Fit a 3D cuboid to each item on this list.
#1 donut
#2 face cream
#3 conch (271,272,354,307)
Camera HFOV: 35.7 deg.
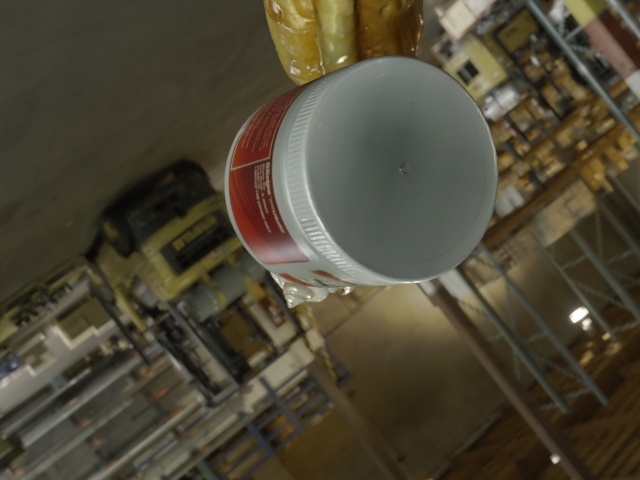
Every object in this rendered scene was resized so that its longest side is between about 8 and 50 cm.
[{"bbox_3d":[0.027,-0.380,1.279,0.198,0.449,0.449,-4,-179,5],"label":"donut"},{"bbox_3d":[0.032,-0.056,0.924,0.201,0.201,0.187,-37,-167,-24],"label":"face cream"},{"bbox_3d":[0.002,0.008,1.218,0.094,0.104,0.176,77,32,-45],"label":"conch"}]
